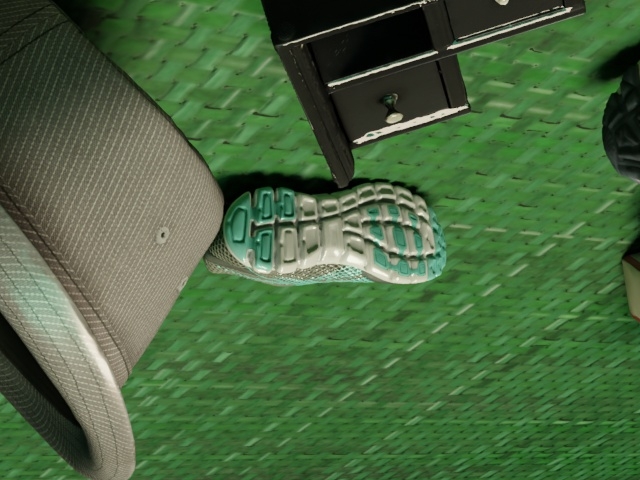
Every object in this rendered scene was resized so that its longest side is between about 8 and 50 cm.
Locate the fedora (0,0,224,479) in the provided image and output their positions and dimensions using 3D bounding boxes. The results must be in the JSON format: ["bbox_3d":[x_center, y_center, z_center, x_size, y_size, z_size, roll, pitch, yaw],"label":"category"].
[{"bbox_3d":[-0.129,-0.022,0.801,0.124,0.243,0.275,-40,150,-15],"label":"fedora"}]

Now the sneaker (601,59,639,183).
[{"bbox_3d":[0.302,-0.081,0.997,0.283,0.110,0.122,-18,159,7],"label":"sneaker"}]

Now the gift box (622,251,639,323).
[{"bbox_3d":[0.368,0.099,1.175,0.255,0.258,0.276,-14,-169,-9],"label":"gift box"}]

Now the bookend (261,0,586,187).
[{"bbox_3d":[0.059,-0.109,0.841,0.156,0.072,0.157,-17,156,4],"label":"bookend"}]

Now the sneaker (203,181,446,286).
[{"bbox_3d":[0.000,0.000,1.072,0.166,0.065,0.076,7,164,-33],"label":"sneaker"}]
